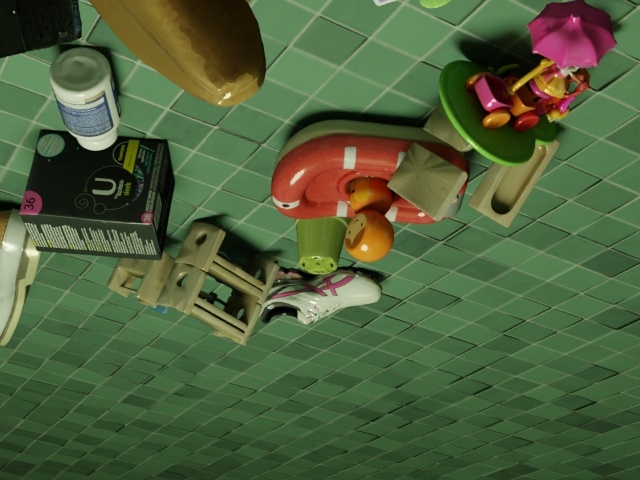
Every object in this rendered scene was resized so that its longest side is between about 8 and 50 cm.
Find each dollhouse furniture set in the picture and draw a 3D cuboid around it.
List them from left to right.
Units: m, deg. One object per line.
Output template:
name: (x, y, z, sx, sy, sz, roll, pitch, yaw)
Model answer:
dollhouse furniture set: (-0.181, 0.049, 1.543, 0.184, 0.129, 0.129, 12, 163, 45)
dollhouse furniture set: (0.189, -0.071, 1.171, 0.151, 0.144, 0.123, 28, -173, -26)

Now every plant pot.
plant pot: (0.000, 0.000, 1.436, 0.083, 0.079, 0.083, 4, 152, 2)

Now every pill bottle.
pill bottle: (-0.259, -0.154, 1.213, 0.067, 0.067, 0.120, 5, 151, 1)

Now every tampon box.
tampon box: (-0.272, -0.054, 1.340, 0.161, 0.120, 0.101, 5, 152, 1)

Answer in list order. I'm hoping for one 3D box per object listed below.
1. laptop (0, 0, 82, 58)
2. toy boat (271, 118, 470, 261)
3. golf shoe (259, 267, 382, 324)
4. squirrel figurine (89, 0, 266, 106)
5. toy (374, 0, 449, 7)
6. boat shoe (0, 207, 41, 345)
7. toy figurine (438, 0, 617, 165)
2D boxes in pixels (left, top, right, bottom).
laptop: (-0.371, -0.272, 0.978, 0.264, 0.136, 0.234, -17, 155, -14)
toy boat: (0.056, -0.045, 1.269, 0.231, 0.151, 0.151, 5, 151, 0)
golf shoe: (-0.002, 0.089, 1.593, 0.186, 0.086, 0.067, -2, 149, 10)
squirrel figurine: (-0.031, -0.316, 0.670, 0.397, 0.370, 0.281, 30, 152, 55)
toy: (0.061, -0.284, 0.935, 0.137, 0.056, 0.237, -11, 147, 25)
boat shoe: (-0.473, 0.048, 1.585, 0.103, 0.113, 0.302, 15, 139, -15)
toy figurine: (0.232, -0.169, 1.081, 0.173, 0.130, 0.159, 1, 150, -41)
